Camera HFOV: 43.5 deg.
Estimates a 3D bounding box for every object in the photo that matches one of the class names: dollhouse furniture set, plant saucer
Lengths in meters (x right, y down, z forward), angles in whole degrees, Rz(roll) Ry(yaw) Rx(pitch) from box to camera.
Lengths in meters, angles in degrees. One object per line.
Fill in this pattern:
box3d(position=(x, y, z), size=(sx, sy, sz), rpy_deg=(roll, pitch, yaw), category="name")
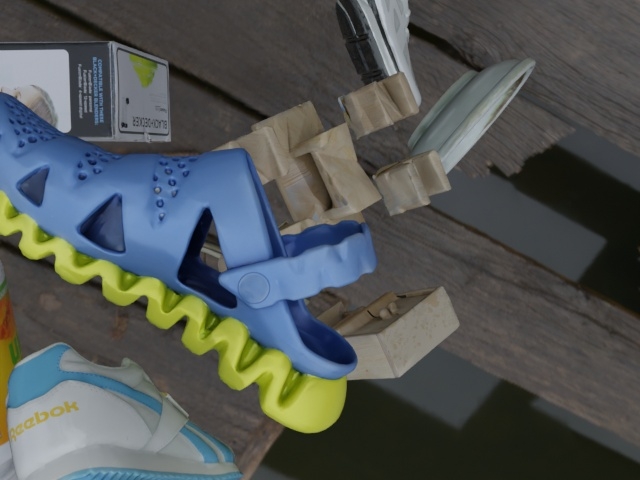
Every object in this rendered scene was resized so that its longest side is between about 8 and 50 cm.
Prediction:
box3d(position=(0.000, 0.000, 1.209), size=(0.256, 0.362, 0.394), rpy_deg=(-16, 102, 49), category="dollhouse furniture set")
box3d(position=(0.291, -0.252, 1.720), size=(0.100, 0.400, 0.400), rpy_deg=(42, 107, 8), category="plant saucer")

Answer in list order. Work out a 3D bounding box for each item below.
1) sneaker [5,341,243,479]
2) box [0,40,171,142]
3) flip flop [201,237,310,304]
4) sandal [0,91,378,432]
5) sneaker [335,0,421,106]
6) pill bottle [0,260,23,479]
box3d(position=(-0.119, 0.130, 0.530), size=(0.087, 0.228, 0.092), rpy_deg=(-26, 65, 3), category="sneaker")
box3d(position=(-0.309, -0.140, 0.784), size=(0.290, 0.169, 0.087), rpy_deg=(2, 96, 7), category="box")
box3d(position=(-0.150, 0.064, 1.470), size=(0.277, 0.112, 0.080), rpy_deg=(27, 94, 5), category="flip flop")
box3d(position=(-0.088, -0.010, 0.545), size=(0.317, 0.126, 0.138), rpy_deg=(33, 101, -11), category="sandal")
box3d(position=(0.152, -0.461, 1.437), size=(0.257, 0.169, 0.447), rpy_deg=(-25, 104, -7), category="sneaker")
box3d(position=(-0.352, 0.141, 0.765), size=(0.136, 0.136, 0.245), rpy_deg=(-2, 112, 1), category="pill bottle")
